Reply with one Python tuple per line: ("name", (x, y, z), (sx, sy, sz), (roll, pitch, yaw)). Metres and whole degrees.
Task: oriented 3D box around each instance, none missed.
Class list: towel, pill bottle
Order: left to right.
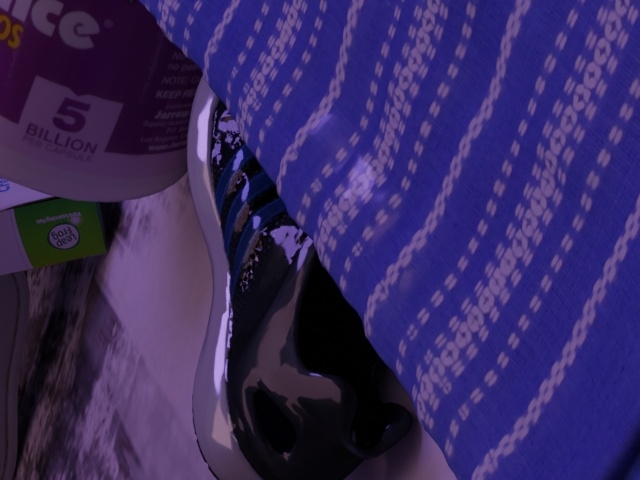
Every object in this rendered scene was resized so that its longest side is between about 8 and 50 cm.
("pill bottle", (-0.090, -0.182, 0.761), (0.169, 0.169, 0.301), (-105, 35, -52))
("towel", (0.030, -0.090, 0.426), (0.336, 0.040, 0.243), (56, 139, 44))

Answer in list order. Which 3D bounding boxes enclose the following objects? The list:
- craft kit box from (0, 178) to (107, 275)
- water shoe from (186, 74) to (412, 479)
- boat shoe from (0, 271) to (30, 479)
("craft kit box", (-0.281, -0.047, 1.068), (0.250, 0.246, 0.061), (-111, 13, -58))
("water shoe", (0.000, 0.000, 0.583), (0.080, 0.073, 0.203), (-27, 52, 35))
("boat shoe", (-0.260, 0.107, 1.098), (0.079, 0.095, 0.254), (-116, 33, -65))
